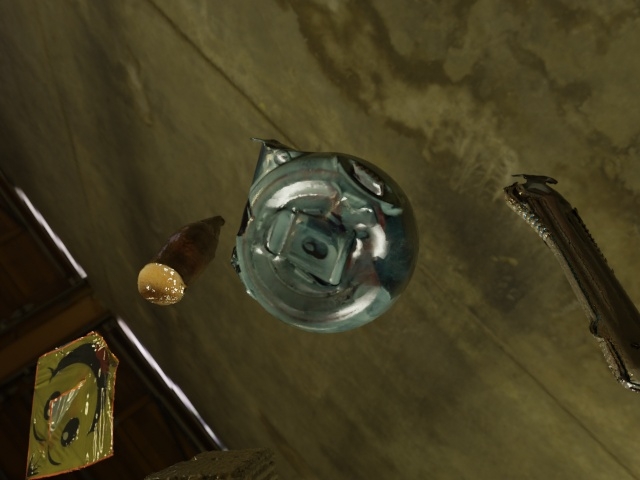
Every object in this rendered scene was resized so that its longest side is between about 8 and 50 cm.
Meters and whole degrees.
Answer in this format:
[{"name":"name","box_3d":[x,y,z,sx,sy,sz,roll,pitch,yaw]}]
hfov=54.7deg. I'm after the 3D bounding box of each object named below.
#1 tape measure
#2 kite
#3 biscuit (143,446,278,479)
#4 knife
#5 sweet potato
[{"name":"tape measure","box_3d":[0.000,0.000,0.882,0.275,0.147,0.256,19,102,16]},{"name":"kite","box_3d":[-0.518,0.351,1.262,0.378,0.327,0.013,32,180,41]},{"name":"biscuit","box_3d":[-0.116,0.270,0.681,0.239,0.108,0.061,71,-165,-75]},{"name":"knife","box_3d":[0.296,0.036,0.712,0.365,0.089,0.043,-95,3,-52]},{"name":"sweet potato","box_3d":[-0.317,0.017,1.529,0.131,0.336,0.131,11,129,14]}]
